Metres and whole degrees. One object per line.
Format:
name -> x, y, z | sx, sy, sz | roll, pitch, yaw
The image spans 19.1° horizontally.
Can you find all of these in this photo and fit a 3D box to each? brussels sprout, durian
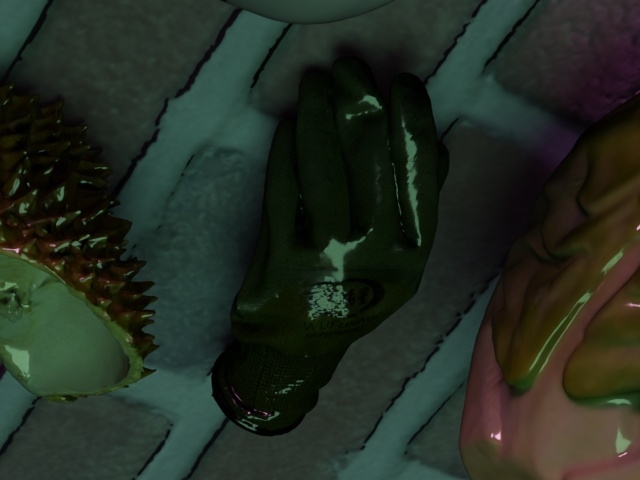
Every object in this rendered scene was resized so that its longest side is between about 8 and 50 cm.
brussels sprout -> 0.244, 0.057, 1.110 | 0.354, 0.289, 0.281 | -44, 126, -9
durian -> -0.173, 0.012, 1.106 | 0.139, 0.144, 0.252 | -33, 140, 11

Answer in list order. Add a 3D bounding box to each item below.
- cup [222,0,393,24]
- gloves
cup -> -0.079, -0.234, 0.888 | 0.317, 0.212, 0.212 | 21, 122, -24
gloves -> 0.007, 0.011, 1.169 | 0.135, 0.107, 0.268 | -13, 134, -39
